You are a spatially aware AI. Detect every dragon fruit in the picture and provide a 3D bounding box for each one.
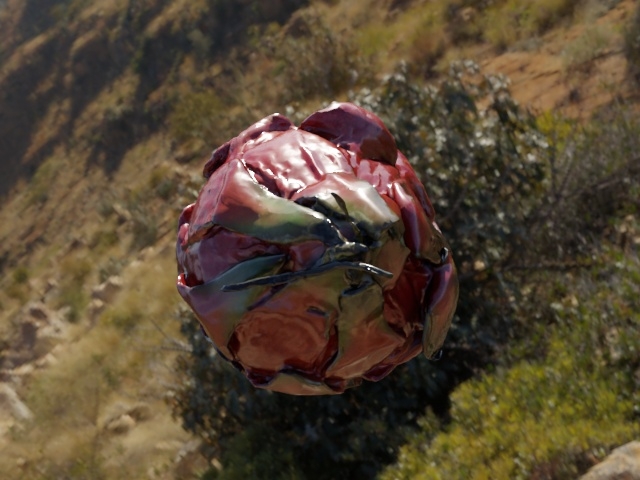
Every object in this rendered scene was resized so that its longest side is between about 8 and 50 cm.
[{"bbox_3d":[0.000,0.000,0.703,0.234,0.234,0.293,-48,-3,-19],"label":"dragon fruit"}]
